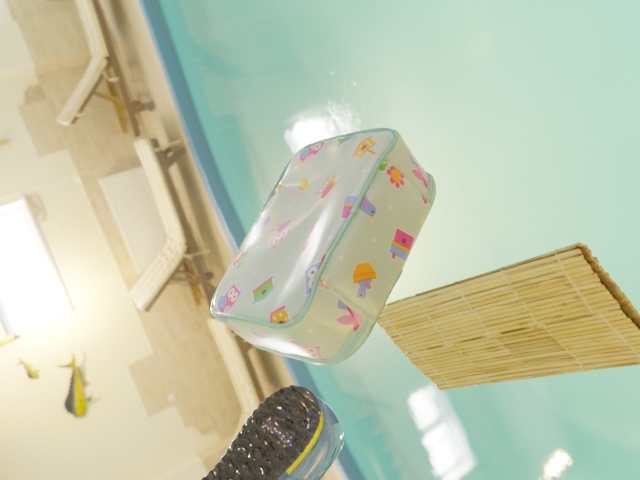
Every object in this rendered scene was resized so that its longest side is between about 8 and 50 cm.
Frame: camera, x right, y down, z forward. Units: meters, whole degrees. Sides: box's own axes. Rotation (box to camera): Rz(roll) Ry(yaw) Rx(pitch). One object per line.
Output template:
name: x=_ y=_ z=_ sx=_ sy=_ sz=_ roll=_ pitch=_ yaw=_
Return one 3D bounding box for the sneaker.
sneaker: x=-0.063 y=0.199 z=0.409 sx=0.069 sy=0.209 sz=0.082 roll=34 pitch=159 yaw=43

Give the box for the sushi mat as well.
sushi mat: x=0.200 y=0.102 z=0.658 sx=0.151 sy=0.019 sz=0.316 roll=48 pitch=143 yaw=-11

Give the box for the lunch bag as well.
lunch bag: x=0.000 y=0.000 z=0.683 sx=0.108 sy=0.279 sz=0.224 roll=42 pitch=154 yaw=-28
